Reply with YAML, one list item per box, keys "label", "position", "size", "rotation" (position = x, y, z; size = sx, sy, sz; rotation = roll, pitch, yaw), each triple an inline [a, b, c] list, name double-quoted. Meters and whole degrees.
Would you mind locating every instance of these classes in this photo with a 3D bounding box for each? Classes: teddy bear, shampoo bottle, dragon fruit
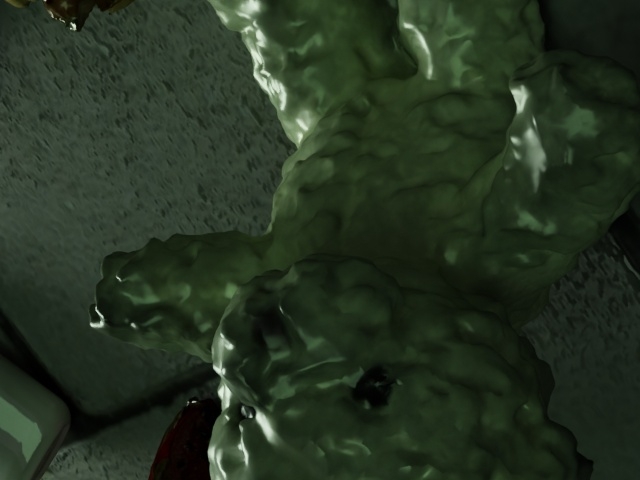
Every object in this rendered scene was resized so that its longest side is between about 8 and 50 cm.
- label: "teddy bear"
  position: [0.000, 0.000, 0.665]
  size: [0.327, 0.362, 0.375]
  rotation: [-13, 113, 34]
- label: "shampoo bottle"
  position: [-0.308, 0.113, 1.098]
  size: [0.221, 0.051, 0.108]
  rotation: [35, 118, 5]
- label: "dragon fruit"
  position: [-0.096, 0.217, 1.006]
  size: [0.127, 0.120, 0.161]
  rotation: [40, 134, 10]

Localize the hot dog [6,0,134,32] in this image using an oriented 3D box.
- label: "hot dog"
  position: [-0.157, -0.235, 0.738]
  size: [0.072, 0.109, 0.269]
  rotation: [-36, 64, 50]
